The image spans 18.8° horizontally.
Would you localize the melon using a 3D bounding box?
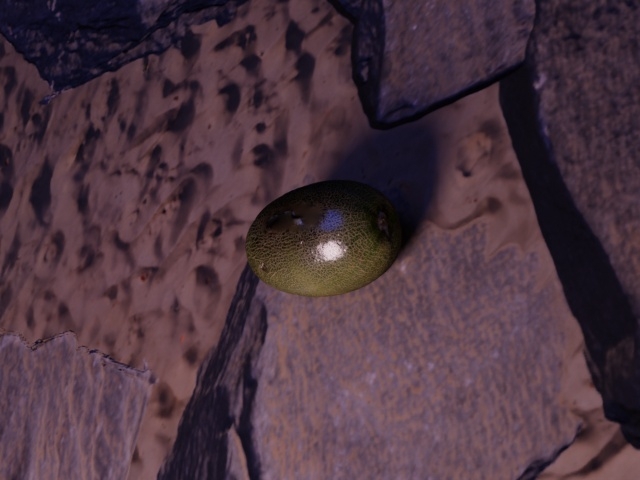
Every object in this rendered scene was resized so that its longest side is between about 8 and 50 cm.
[{"bbox_3d":[0.000,0.000,1.649,0.162,0.099,0.099,-12,56,47],"label":"melon"}]
